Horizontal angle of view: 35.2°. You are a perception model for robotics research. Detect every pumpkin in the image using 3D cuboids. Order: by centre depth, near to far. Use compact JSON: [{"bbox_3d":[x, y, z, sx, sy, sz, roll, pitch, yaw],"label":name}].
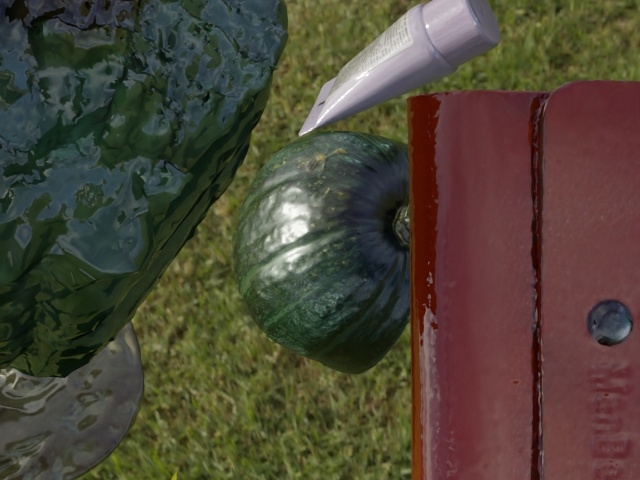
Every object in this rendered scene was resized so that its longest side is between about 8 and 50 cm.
[{"bbox_3d":[0.000,0.000,1.262,0.196,0.263,0.293,16,59,-24],"label":"pumpkin"}]

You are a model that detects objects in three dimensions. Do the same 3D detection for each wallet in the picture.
[{"bbox_3d":[0.108,0.037,0.430,0.142,0.045,0.204,0,88,-1],"label":"wallet"}]

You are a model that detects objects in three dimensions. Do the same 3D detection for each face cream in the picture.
[{"bbox_3d":[0.093,-0.228,1.302,0.273,0.096,0.154,-25,28,30],"label":"face cream"}]

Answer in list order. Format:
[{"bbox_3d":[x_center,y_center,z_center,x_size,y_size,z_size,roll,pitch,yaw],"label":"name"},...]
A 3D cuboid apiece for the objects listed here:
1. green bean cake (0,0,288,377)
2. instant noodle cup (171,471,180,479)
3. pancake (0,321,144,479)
[{"bbox_3d":[-0.159,-0.112,0.332,0.300,0.308,0.169,31,57,-1],"label":"green bean cake"},{"bbox_3d":[-0.040,0.398,0.967,0.254,0.326,0.326,8,53,-7],"label":"instant noodle cup"},{"bbox_3d":[-0.245,0.100,0.752,0.241,0.050,0.242,4,56,-5],"label":"pancake"}]
